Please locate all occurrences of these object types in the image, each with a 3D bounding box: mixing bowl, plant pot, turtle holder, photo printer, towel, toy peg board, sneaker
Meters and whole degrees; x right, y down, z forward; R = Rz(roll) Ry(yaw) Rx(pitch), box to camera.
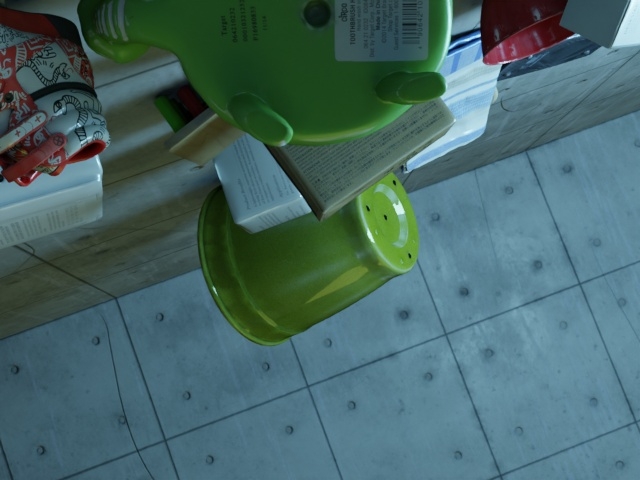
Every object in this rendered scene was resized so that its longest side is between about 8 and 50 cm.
[{"bbox_3d":[0.306,-0.342,1.390,0.181,0.098,0.181,-21,174,-2],"label":"mixing bowl"},{"bbox_3d":[0.000,0.000,1.948,0.353,0.366,0.366,-19,175,29],"label":"plant pot"},{"bbox_3d":[-0.042,-0.199,0.904,0.320,0.243,0.227,-32,-165,-1],"label":"turtle holder"},{"bbox_3d":[-0.466,-0.055,1.334,0.308,0.107,0.256,-18,173,-15],"label":"photo printer"},{"bbox_3d":[0.236,-0.248,1.665,0.209,0.034,0.285,-27,151,-21],"label":"towel"},{"bbox_3d":[-0.154,-0.196,1.367,0.161,0.079,0.161,-37,172,6],"label":"toy peg board"},{"bbox_3d":[-0.288,-0.121,0.793,0.090,0.145,0.270,-24,173,30],"label":"sneaker"}]

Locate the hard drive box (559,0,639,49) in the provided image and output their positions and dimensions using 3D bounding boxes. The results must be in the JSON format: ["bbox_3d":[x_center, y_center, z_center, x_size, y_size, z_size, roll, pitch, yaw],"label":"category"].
[{"bbox_3d":[0.456,-0.368,1.290,0.232,0.089,0.181,-15,132,-41],"label":"hard drive box"}]

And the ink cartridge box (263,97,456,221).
[{"bbox_3d":[0.040,-0.172,1.335,0.235,0.193,0.088,-34,175,-7],"label":"ink cartridge box"}]

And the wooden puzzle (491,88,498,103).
[{"bbox_3d":[0.112,-0.237,1.792,0.348,0.080,0.322,-9,167,-40],"label":"wooden puzzle"}]

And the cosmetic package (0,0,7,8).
[{"bbox_3d":[-0.300,-0.219,0.786,0.060,0.041,0.115,-19,174,-16],"label":"cosmetic package"}]

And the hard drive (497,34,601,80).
[{"bbox_3d":[0.439,-0.369,1.768,0.255,0.054,0.172,-18,173,-20],"label":"hard drive"}]

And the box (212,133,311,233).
[{"bbox_3d":[-0.105,-0.120,1.581,0.119,0.181,0.182,-20,174,2],"label":"box"}]
